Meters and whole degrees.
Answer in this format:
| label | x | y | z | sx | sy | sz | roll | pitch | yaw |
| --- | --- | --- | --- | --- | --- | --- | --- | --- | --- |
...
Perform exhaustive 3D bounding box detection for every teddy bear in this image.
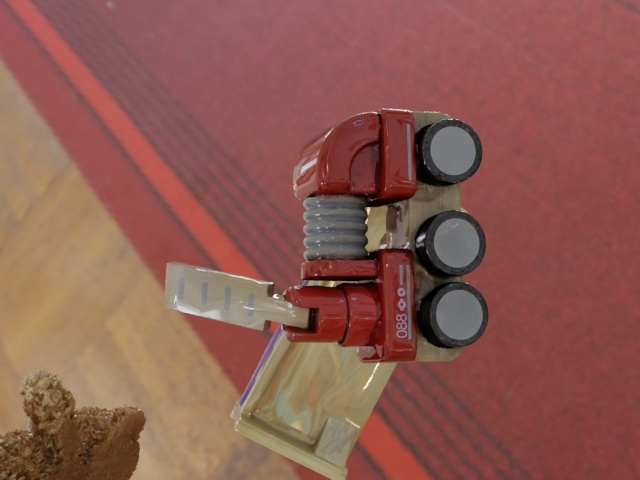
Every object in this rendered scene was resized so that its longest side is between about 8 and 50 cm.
| label | x | y | z | sx | sy | sz | roll | pitch | yaw |
| --- | --- | --- | --- | --- | --- | --- | --- | --- | --- |
| teddy bear | -0.333 | 0.251 | 1.550 | 0.113 | 0.245 | 0.338 | 26 | 43 | 26 |

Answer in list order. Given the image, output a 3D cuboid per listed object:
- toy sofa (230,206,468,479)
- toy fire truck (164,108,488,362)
| label | x | y | z | sx | sy | sz | roll | pitch | yaw |
| --- | --- | --- | --- | --- | --- | --- | --- | --- | --- |
| toy sofa | 0.035 | 0.094 | 1.796 | 0.362 | 0.150 | 0.177 | -62 | 7 | 5 |
| toy fire truck | 0.000 | 0.000 | 1.288 | 0.158 | 0.246 | 0.217 | 166 | 104 | -70 |
